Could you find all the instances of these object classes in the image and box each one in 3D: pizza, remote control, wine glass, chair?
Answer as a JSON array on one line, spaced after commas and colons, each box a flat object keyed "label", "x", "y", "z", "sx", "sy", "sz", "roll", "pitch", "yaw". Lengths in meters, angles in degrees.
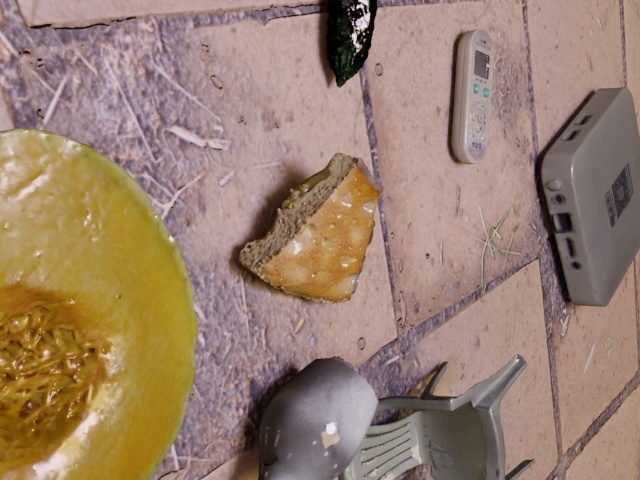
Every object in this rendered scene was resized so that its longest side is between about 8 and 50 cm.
[{"label": "pizza", "x": 0.002, "y": -0.008, "z": 0.967, "sx": 0.188, "sy": 0.080, "sz": 0.204, "roll": -52, "pitch": 142, "yaw": -3}, {"label": "remote control", "x": 0.249, "y": -0.236, "z": 1.245, "sx": 0.078, "sy": 0.042, "sz": 0.221, "roll": 3, "pitch": 90, "yaw": -48}, {"label": "wine glass", "x": -0.033, "y": 0.259, "z": 0.904, "sx": 0.241, "sy": 0.126, "sz": 0.126, "roll": -49, "pitch": 126, "yaw": -32}, {"label": "chair", "x": 0.179, "y": 0.298, "z": 1.121, "sx": 0.275, "sy": 0.190, "sz": 0.203, "roll": -18, "pitch": 105, "yaw": -54}]

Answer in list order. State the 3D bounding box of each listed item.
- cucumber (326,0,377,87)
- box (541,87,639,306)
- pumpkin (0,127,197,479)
[{"label": "cucumber", "x": 0.044, "y": -0.350, "z": 0.986, "sx": 0.072, "sy": 0.072, "sz": 0.300, "roll": -3, "pitch": 96, "yaw": -48}, {"label": "box", "x": 0.595, "y": -0.095, "z": 1.612, "sx": 0.373, "sy": 0.090, "sz": 0.367, "roll": -43, "pitch": 122, "yaw": -37}, {"label": "pumpkin", "x": -0.276, "y": 0.079, "z": 0.581, "sx": 0.332, "sy": 0.199, "sz": 0.332, "roll": -18, "pitch": 113, "yaw": -51}]
